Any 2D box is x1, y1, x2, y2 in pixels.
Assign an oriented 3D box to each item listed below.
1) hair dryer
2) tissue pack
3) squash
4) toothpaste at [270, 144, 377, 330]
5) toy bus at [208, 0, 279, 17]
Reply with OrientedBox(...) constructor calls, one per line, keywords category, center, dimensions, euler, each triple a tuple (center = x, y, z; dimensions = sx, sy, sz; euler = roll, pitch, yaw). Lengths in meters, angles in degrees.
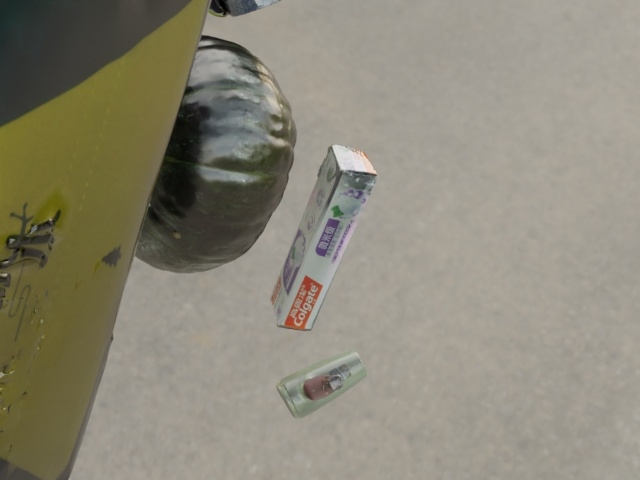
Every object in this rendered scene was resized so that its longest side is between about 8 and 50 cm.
OrientedBox(category="hair dryer", center=(0.009, 0.168, 1.513), dimensions=(0.106, 0.054, 0.154), euler=(-27, 0, -7))
OrientedBox(category="tissue pack", center=(-0.253, -0.034, 0.750), dimensions=(0.253, 0.416, 0.264), euler=(24, 12, 21))
OrientedBox(category="squash", center=(-0.101, -0.068, 1.050), dimensions=(0.156, 0.193, 0.193), euler=(30, 21, -34))
OrientedBox(category="toothpaste", center=(0.000, 0.000, 1.256), dimensions=(0.040, 0.196, 0.047), euler=(9, 34, -21))
OrientedBox(category="toy bus", center=(0.035, -0.311, 1.142), dimensions=(0.331, 0.145, 0.151), euler=(-15, 17, 19))
